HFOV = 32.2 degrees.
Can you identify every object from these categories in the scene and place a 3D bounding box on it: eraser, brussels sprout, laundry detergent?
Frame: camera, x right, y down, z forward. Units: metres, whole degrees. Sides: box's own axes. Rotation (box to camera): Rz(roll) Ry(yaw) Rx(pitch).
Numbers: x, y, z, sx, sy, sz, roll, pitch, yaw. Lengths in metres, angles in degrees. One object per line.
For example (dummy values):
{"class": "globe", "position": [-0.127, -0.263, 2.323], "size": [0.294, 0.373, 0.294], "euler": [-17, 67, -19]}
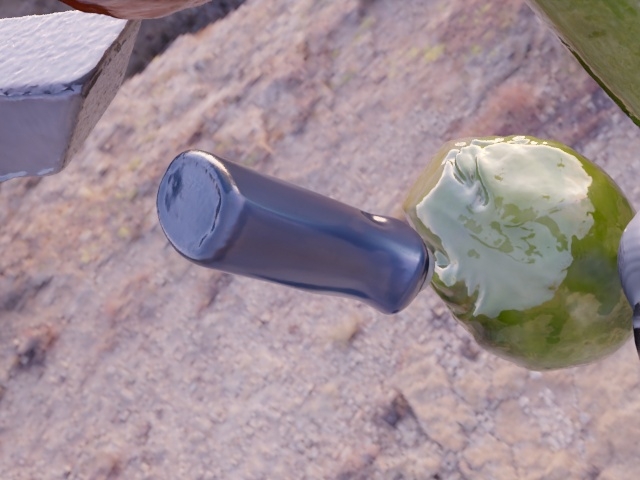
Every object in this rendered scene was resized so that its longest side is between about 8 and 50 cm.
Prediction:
{"class": "eraser", "position": [-0.292, -0.103, 0.837], "size": [0.353, 0.077, 0.111], "euler": [-1, 40, 23]}
{"class": "brussels sprout", "position": [0.256, 0.020, 1.407], "size": [0.268, 0.344, 0.344], "euler": [-50, 34, -18]}
{"class": "laundry detergent", "position": [0.000, 0.001, 0.705], "size": [0.097, 0.206, 0.061], "euler": [35, 104, 50]}

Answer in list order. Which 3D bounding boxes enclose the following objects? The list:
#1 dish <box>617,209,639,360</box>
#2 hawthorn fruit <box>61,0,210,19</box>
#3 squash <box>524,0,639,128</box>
{"class": "dish", "position": [0.392, 0.101, 1.135], "size": [0.134, 0.273, 0.273], "euler": [-44, 34, -11]}
{"class": "hawthorn fruit", "position": [-0.147, -0.249, 0.633], "size": [0.272, 0.242, 0.241], "euler": [11, 64, 28]}
{"class": "squash", "position": [0.299, -0.157, 0.774], "size": [0.210, 0.309, 0.233], "euler": [-51, 7, -4]}
